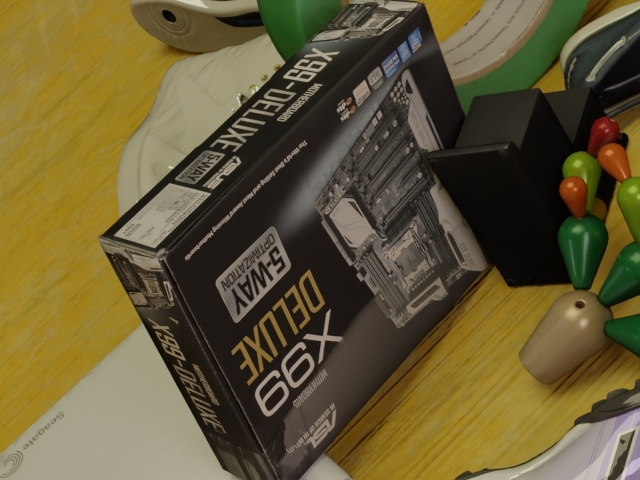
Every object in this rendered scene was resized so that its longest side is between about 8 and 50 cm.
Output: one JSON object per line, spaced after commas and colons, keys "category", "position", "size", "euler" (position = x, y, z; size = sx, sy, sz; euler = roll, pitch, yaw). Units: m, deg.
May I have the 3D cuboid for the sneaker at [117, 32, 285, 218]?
{"category": "sneaker", "position": [-0.085, -0.098, 1.648], "size": [0.169, 0.108, 0.292], "euler": [-18, 39, 27]}

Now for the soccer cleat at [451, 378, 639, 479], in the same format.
{"category": "soccer cleat", "position": [0.179, 0.184, 1.158], "size": [0.318, 0.108, 0.116], "euler": [-27, 60, 8]}

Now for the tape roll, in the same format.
{"category": "tape roll", "position": [0.098, -0.255, 1.492], "size": [0.321, 0.321, 0.077], "euler": [-44, 37, -9]}

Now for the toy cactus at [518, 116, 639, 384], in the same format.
{"category": "toy cactus", "position": [0.220, 0.032, 1.274], "size": [0.180, 0.112, 0.219], "euler": [-47, 62, 22]}

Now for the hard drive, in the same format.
{"category": "hard drive", "position": [-0.125, 0.211, 1.397], "size": [0.233, 0.047, 0.353], "euler": [-43, 37, -9]}

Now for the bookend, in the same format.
{"category": "bookend", "position": [0.168, -0.072, 1.378], "size": [0.072, 0.157, 0.156], "euler": [-5, 48, 34]}

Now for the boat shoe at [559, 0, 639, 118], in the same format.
{"category": "boat shoe", "position": [0.314, -0.182, 1.431], "size": [0.255, 0.095, 0.079], "euler": [-27, 36, 15]}

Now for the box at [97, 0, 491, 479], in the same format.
{"category": "box", "position": [0.000, 0.000, 1.322], "size": [0.077, 0.242, 0.307], "euler": [14, 49, 42]}

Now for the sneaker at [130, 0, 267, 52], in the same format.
{"category": "sneaker", "position": [-0.091, -0.267, 1.867], "size": [0.217, 0.079, 0.121], "euler": [8, 51, 33]}
